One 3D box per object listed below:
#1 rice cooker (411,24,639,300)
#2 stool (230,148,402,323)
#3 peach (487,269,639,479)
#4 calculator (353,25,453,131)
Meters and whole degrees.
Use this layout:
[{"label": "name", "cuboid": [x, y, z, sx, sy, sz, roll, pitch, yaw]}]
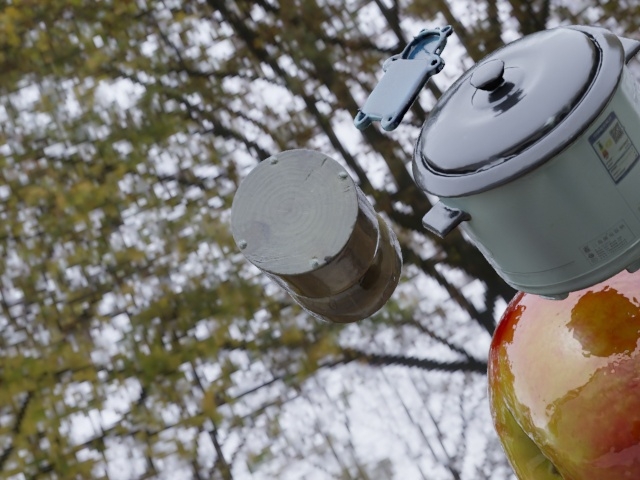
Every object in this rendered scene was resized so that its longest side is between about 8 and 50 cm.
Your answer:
[{"label": "rice cooker", "cuboid": [0.225, -0.088, 1.328, 0.280, 0.241, 0.227, -43, -63, -4]}, {"label": "stool", "cuboid": [0.000, 0.000, 1.850, 0.179, 0.179, 0.264, -31, -24, 6]}, {"label": "peach", "cuboid": [0.394, 0.173, 1.567, 0.388, 0.388, 0.388, -20, -31, -13]}, {"label": "calculator", "cuboid": [0.090, -0.173, 1.404, 0.019, 0.094, 0.141, 42, -108, -32]}]
